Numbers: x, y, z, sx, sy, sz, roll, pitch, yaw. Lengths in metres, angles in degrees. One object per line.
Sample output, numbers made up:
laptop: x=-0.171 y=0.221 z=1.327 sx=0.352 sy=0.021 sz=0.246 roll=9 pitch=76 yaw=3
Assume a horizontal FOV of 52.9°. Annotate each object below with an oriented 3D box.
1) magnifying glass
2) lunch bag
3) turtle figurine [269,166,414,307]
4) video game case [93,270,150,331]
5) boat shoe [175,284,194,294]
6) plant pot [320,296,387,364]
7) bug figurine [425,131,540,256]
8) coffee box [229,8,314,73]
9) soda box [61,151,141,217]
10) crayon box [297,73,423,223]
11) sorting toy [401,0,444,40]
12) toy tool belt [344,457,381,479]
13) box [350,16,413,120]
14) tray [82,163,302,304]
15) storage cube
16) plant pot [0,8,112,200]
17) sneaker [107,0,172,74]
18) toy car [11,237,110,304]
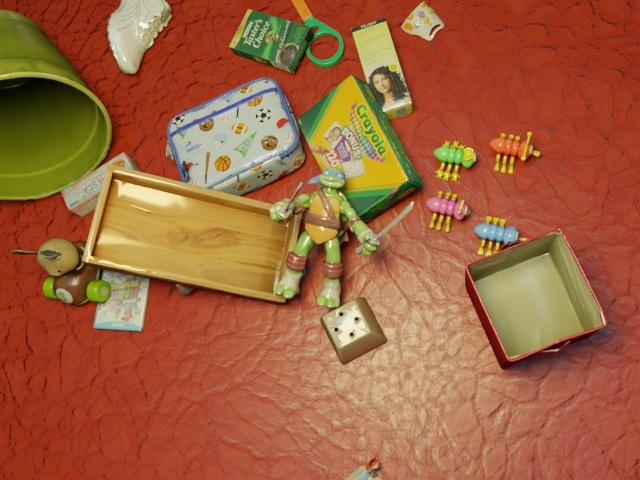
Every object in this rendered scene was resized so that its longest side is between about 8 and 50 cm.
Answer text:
magnifying glass: x=-0.017 y=-0.515 z=1.556 sx=0.092 sy=0.026 sz=0.231 roll=-28 pitch=73 yaw=4
lunch bag: x=-0.200 y=-0.229 z=1.469 sx=0.303 sy=0.115 sz=0.243 roll=-22 pitch=69 yaw=4
turtle figurine: x=0.000 y=0.000 z=1.238 sx=0.275 sy=0.198 sz=0.266 roll=37 pitch=119 yaw=56
video game case: x=-0.451 y=0.123 z=1.474 sx=0.119 sy=0.015 sz=0.166 roll=2 pitch=75 yaw=12
boat shoe: x=-0.378 y=-0.011 z=1.446 sx=0.324 sy=0.116 sz=0.096 roll=41 pitch=83 yaw=13
plant pot: x=0.060 y=0.178 z=1.307 sx=0.109 sy=0.096 sz=0.109 roll=-28 pitch=72 yaw=3
bug figurine: x=0.335 y=-0.112 z=1.342 sx=0.216 sy=0.072 sz=0.279 roll=9 pitch=77 yaw=14
coffee box: x=-0.119 y=-0.480 z=1.545 sx=0.184 sy=0.040 sz=0.113 roll=25 pitch=86 yaw=24
soda box: x=-0.519 y=-0.131 z=1.533 sx=0.183 sy=0.063 sz=0.058 roll=-31 pitch=71 yaw=3
crayon box: x=0.081 y=-0.192 z=1.385 sx=0.165 sy=0.081 sz=0.278 roll=-35 pitch=69 yaw=26
sorting toy: x=0.245 y=-0.506 z=1.493 sx=0.075 sy=0.045 sz=0.083 roll=42 pitch=87 yaw=0
toy tool belt: x=0.090 y=0.467 z=1.251 sx=0.083 sy=0.052 sz=0.051 roll=-40 pitch=102 yaw=2
box: x=0.140 y=-0.389 z=1.468 sx=0.087 sy=0.058 sz=0.232 roll=-17 pitch=71 yaw=7
tray: x=-0.260 y=-0.005 z=1.347 sx=0.411 sy=0.076 sz=0.202 roll=13 pitch=76 yaw=-14
storage cube: x=0.391 y=0.115 z=1.203 sx=0.184 sy=0.193 sz=0.215 roll=-23 pitch=71 yaw=5
plant pot: x=-0.724 y=-0.347 z=1.510 sx=0.366 sy=0.366 sz=0.353 roll=-32 pitch=60 yaw=2
sneaker: x=-0.448 y=-0.556 z=1.617 sx=0.129 sy=0.111 sz=0.297 roll=5 pitch=77 yaw=7
toy car: x=-0.576 y=0.056 z=1.417 sx=0.155 sy=0.188 sz=0.149 roll=2 pitch=75 yaw=21
